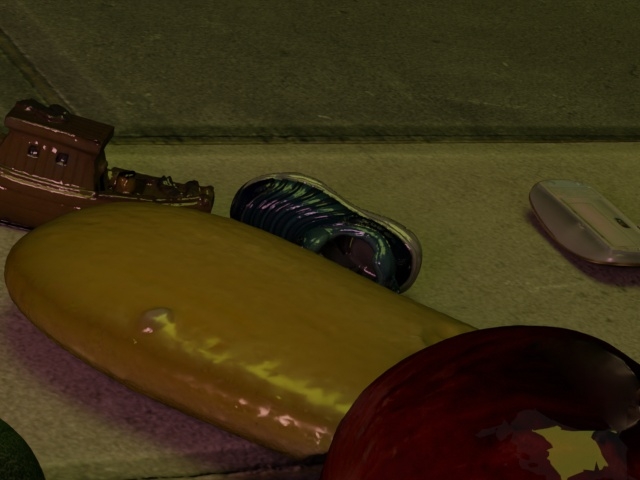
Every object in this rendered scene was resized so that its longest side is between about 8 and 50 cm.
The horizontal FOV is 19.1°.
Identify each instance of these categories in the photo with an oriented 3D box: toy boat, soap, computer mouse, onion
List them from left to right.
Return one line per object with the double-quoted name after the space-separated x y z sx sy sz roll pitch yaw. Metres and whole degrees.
-0.264 -0.073 1.928 0.321 0.121 0.089 14 19 1 "toy boat"
-0.079 0.073 1.714 0.427 0.115 0.306 24 31 24 "soap"
0.142 0.217 1.297 0.341 0.341 0.341 11 24 -5 "onion"
0.314 -0.013 2.181 0.102 0.045 0.199 0 27 -28 "computer mouse"

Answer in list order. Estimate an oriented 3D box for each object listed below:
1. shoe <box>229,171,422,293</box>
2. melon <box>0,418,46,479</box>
0.000 0.000 1.934 0.207 0.092 0.106 24 21 14 "shoe"
-0.293 0.205 1.240 0.182 0.182 0.287 24 24 22 "melon"
